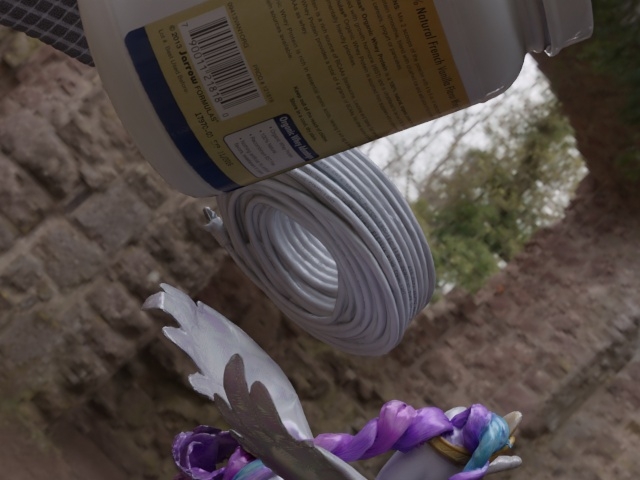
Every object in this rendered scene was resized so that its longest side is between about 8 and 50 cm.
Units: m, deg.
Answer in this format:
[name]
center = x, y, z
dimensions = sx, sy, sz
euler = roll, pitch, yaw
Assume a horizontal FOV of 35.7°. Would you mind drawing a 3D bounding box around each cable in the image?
[cable]
center = 0.000, 0.000, 1.006
dimensions = 0.257, 0.089, 0.257
euler = 54, -28, -6

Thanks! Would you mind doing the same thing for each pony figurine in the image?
[pony figurine]
center = -0.027, 0.228, 0.840
dimensions = 0.351, 0.363, 0.303
euler = 37, 2, -27

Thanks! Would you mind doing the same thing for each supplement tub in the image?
[supplement tub]
center = 0.011, -0.181, 0.712
dimensions = 0.228, 0.316, 0.228
euler = -18, 90, -79

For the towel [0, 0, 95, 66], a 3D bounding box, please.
[towel]
center = -0.224, -0.293, 0.910
dimensions = 0.284, 0.235, 0.121
euler = 23, 35, -53
